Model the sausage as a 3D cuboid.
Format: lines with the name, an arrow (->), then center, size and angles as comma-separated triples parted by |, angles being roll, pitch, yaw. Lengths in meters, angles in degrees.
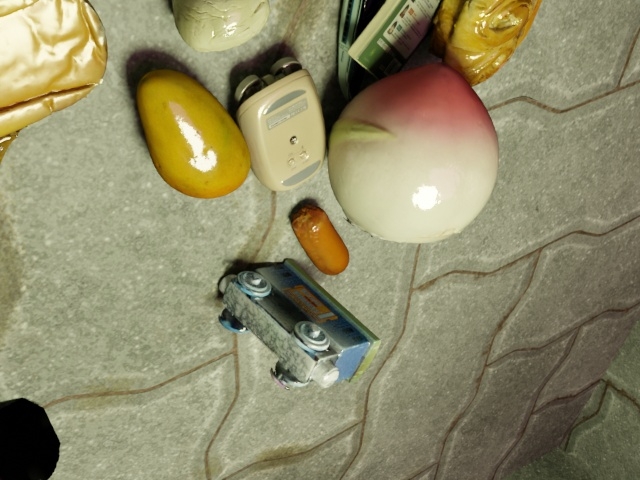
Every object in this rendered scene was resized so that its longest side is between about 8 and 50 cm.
sausage -> 0.000, 0.000, 1.495 | 0.076, 0.076, 0.197 | -39, 142, -5

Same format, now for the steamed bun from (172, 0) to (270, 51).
steamed bun -> -0.132, -0.316, 1.022 | 0.129, 0.112, 0.091 | -22, 141, -16

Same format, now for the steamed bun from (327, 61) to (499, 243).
steamed bun -> 0.163, -0.167, 1.277 | 0.309, 0.309, 0.309 | -25, 140, -23

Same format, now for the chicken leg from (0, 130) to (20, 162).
chicken leg -> -0.457, -0.094, 0.977 | 0.207, 0.085, 0.101 | -53, 129, -2

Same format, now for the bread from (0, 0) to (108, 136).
bread -> -0.398, -0.218, 0.844 | 0.288, 0.156, 0.204 | -34, 151, -16

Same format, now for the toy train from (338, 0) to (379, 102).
toy train -> 0.054, -0.334, 1.235 | 0.055, 0.048, 0.252 | -42, 155, -38

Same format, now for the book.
book -> 0.161, -0.383, 1.247 | 0.264, 0.027, 0.202 | -51, 163, 11

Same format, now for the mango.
mango -> -0.194, -0.151, 1.129 | 0.138, 0.113, 0.253 | -38, 140, -3

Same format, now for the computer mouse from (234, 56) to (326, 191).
computer mouse -> -0.064, -0.184, 1.242 | 0.145, 0.082, 0.237 | -32, 142, -13

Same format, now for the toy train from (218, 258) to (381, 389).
toy train -> -0.046, 0.154, 1.427 | 0.202, 0.299, 0.131 | -7, 131, -50

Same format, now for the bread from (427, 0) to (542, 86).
bread -> 0.288, -0.379, 1.310 | 0.198, 0.120, 0.236 | -35, 159, -28

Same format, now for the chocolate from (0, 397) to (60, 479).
chocolate -> -0.558, 0.376, 1.332 | 0.133, 0.156, 0.156 | -27, 151, 26
